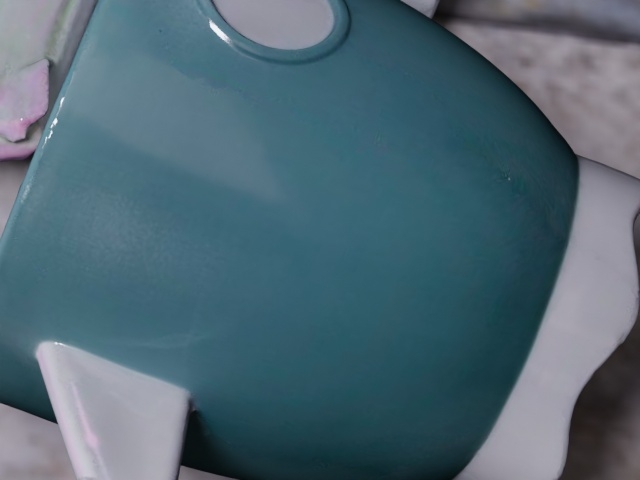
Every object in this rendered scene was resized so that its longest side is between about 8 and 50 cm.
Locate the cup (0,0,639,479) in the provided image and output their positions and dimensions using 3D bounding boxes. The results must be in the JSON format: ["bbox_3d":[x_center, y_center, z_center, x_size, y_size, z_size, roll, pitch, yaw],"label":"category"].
[{"bbox_3d":[0.000,0.000,0.587,0.173,0.167,0.299,21,46,-5],"label":"cup"}]

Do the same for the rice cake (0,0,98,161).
[{"bbox_3d":[-0.141,-0.124,0.657,0.189,0.037,0.198,11,70,10],"label":"rice cake"}]
